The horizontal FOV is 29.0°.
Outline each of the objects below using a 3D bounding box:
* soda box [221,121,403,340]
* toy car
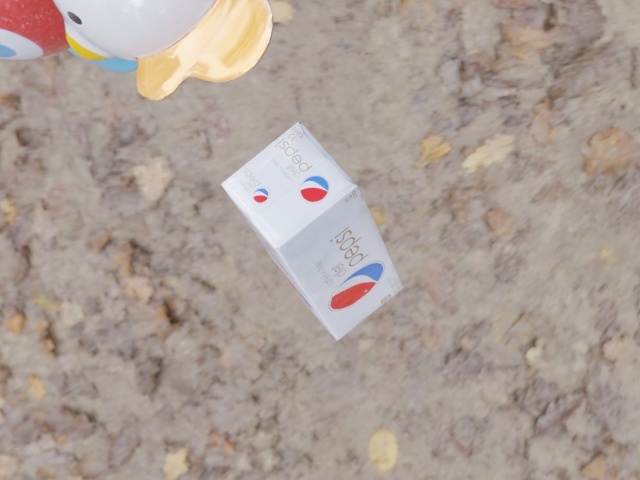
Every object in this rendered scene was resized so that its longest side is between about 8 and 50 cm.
[{"bbox_3d":[0.000,0.000,0.932,0.074,0.216,0.069,-39,65,-4],"label":"soda box"},{"bbox_3d":[-0.105,-0.142,0.609,0.210,0.219,0.238,-49,52,18],"label":"toy car"}]
